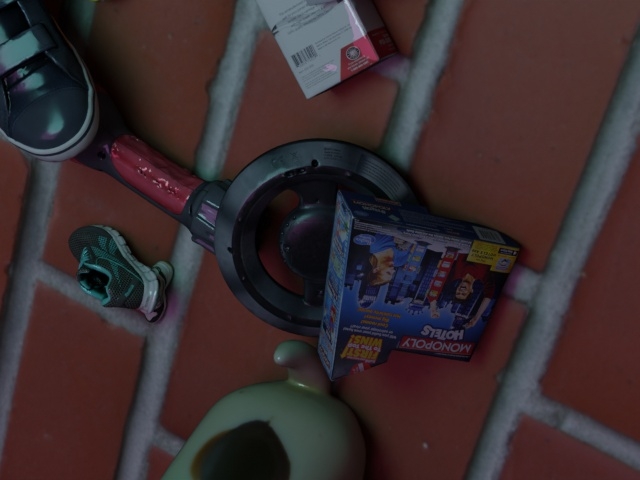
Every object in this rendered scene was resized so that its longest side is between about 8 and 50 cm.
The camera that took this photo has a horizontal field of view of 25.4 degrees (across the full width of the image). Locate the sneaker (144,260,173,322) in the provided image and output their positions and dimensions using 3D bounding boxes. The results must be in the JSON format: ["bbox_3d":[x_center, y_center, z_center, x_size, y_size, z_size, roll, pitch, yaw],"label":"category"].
[{"bbox_3d":[-0.202,0.064,1.698,0.032,0.037,0.083,22,117,19],"label":"sneaker"}]

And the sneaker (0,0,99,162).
[{"bbox_3d":[-0.354,-0.232,1.561,0.126,0.127,0.321,-32,66,2],"label":"sneaker"}]

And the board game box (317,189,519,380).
[{"bbox_3d":[0.080,0.060,1.486,0.194,0.060,0.194,11,117,-22],"label":"board game box"}]

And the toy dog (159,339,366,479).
[{"bbox_3d":[-0.097,0.336,1.512,0.284,0.408,0.395,30,119,16],"label":"toy dog"}]

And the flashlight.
[{"bbox_3d":[-0.198,-0.088,1.608,0.304,0.103,0.103,33,116,17],"label":"flashlight"}]

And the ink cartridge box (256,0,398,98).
[{"bbox_3d":[0.003,-0.230,1.477,0.099,0.056,0.135,-25,93,31],"label":"ink cartridge box"}]

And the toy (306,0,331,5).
[{"bbox_3d":[0.083,-0.325,1.390,0.237,0.056,0.137,-13,118,9],"label":"toy"}]

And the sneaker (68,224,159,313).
[{"bbox_3d":[-0.260,0.030,1.675,0.166,0.076,0.065,35,117,41],"label":"sneaker"}]

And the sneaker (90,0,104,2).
[{"bbox_3d":[-0.297,-0.370,1.551,0.091,0.126,0.240,-29,92,32],"label":"sneaker"}]

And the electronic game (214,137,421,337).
[{"bbox_3d":[0.000,0.000,1.524,0.229,0.048,0.229,1,113,3],"label":"electronic game"}]
